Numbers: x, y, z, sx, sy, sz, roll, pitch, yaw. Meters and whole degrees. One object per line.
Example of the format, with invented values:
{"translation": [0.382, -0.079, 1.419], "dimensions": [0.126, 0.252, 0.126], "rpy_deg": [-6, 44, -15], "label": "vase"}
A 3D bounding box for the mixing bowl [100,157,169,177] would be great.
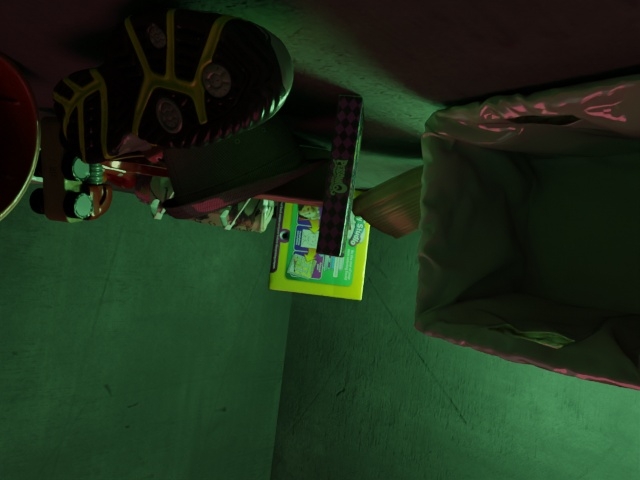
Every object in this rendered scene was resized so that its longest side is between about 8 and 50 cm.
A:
{"translation": [-0.366, -0.195, 1.045], "dimensions": [0.181, 0.098, 0.181], "rpy_deg": [7, 178, 0], "label": "mixing bowl"}

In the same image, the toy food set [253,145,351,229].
{"translation": [-0.093, -0.110, 1.007], "dimensions": [0.305, 0.092, 0.220], "rpy_deg": [6, -144, -7], "label": "toy food set"}

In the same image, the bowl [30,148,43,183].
{"translation": [-0.761, -0.220, 1.254], "dimensions": [0.297, 0.134, 0.298], "rpy_deg": [7, 178, 0], "label": "bowl"}

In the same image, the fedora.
{"translation": [-0.131, -0.136, 0.770], "dimensions": [0.275, 0.124, 0.243], "rpy_deg": [-28, -162, -30], "label": "fedora"}

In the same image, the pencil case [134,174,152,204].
{"translation": [-0.560, -0.186, 1.809], "dimensions": [0.284, 0.124, 0.124], "rpy_deg": [4, 177, 37], "label": "pencil case"}

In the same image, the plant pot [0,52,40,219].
{"translation": [-0.609, -0.166, 0.705], "dimensions": [0.264, 0.273, 0.272], "rpy_deg": [14, 179, 6], "label": "plant pot"}

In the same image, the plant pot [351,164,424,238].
{"translation": [0.186, -0.075, 1.006], "dimensions": [0.237, 0.110, 0.237], "rpy_deg": [-24, 177, -1], "label": "plant pot"}

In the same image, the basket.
{"translation": [0.336, -0.015, 0.670], "dimensions": [0.266, 0.332, 0.328], "rpy_deg": [1, -177, -39], "label": "basket"}

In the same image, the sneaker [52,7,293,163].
{"translation": [-0.174, -0.187, 0.597], "dimensions": [0.384, 0.145, 0.147], "rpy_deg": [3, -154, 39], "label": "sneaker"}

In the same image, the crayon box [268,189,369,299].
{"translation": [0.000, 0.000, 1.674], "dimensions": [0.312, 0.363, 0.106], "rpy_deg": [7, 178, -6], "label": "crayon box"}

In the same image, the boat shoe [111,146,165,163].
{"translation": [-0.279, -0.185, 0.905], "dimensions": [0.307, 0.105, 0.110], "rpy_deg": [6, 177, 19], "label": "boat shoe"}

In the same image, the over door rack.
{"translation": [-0.271, -0.114, 1.313], "dimensions": [0.239, 0.108, 0.324], "rpy_deg": [9, 148, -39], "label": "over door rack"}

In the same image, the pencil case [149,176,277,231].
{"translation": [-0.347, -0.140, 1.588], "dimensions": [0.410, 0.184, 0.160], "rpy_deg": [10, 141, 5], "label": "pencil case"}

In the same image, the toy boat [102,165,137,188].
{"translation": [-0.678, -0.192, 1.520], "dimensions": [0.150, 0.151, 0.231], "rpy_deg": [6, 178, 36], "label": "toy boat"}

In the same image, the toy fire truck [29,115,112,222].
{"translation": [-0.536, -0.167, 1.130], "dimensions": [0.158, 0.217, 0.246], "rpy_deg": [6, -167, 16], "label": "toy fire truck"}

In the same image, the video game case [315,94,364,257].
{"translation": [0.034, -0.088, 0.802], "dimensions": [0.041, 0.232, 0.210], "rpy_deg": [8, 179, 4], "label": "video game case"}
